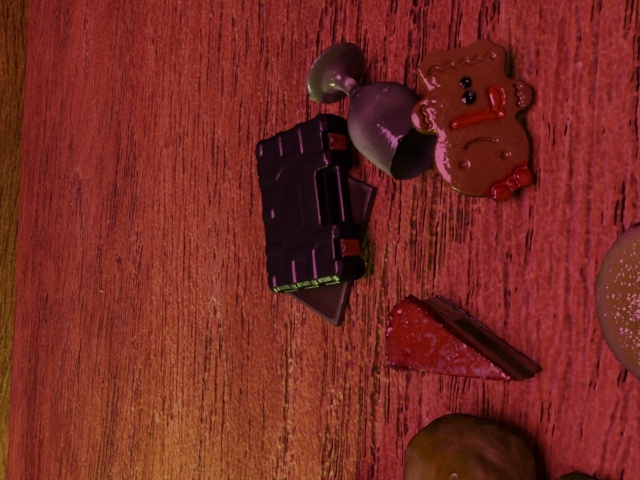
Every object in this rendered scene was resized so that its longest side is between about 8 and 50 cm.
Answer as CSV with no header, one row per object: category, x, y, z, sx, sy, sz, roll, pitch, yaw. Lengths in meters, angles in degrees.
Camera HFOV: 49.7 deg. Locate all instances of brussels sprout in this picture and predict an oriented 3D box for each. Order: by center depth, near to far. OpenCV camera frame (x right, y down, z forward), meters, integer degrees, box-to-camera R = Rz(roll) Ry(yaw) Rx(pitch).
brussels sprout,0.193,0.344,0.924,0.223,0.161,0.223,-12,75,51

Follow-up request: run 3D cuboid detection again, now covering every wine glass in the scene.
wine glass,0.084,-0.203,1.075,0.241,0.126,0.126,51,125,34

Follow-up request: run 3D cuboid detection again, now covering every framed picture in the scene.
framed picture,0.000,0.000,1.239,0.189,0.023,0.260,28,110,44

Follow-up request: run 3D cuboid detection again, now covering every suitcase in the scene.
suitcase,-0.024,-0.059,1.205,0.206,0.066,0.286,-15,79,46

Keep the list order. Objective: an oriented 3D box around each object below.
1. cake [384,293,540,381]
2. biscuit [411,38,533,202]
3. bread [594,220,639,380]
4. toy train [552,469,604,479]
cake,0.194,0.131,0.979,0.220,0.086,0.117,-6,87,49
biscuit,0.209,-0.159,0.941,0.165,0.036,0.226,-9,87,8
bread,0.415,0.072,0.776,0.228,0.033,0.229,-3,86,47
toy train,0.323,0.390,0.859,0.081,0.060,0.202,8,96,54
